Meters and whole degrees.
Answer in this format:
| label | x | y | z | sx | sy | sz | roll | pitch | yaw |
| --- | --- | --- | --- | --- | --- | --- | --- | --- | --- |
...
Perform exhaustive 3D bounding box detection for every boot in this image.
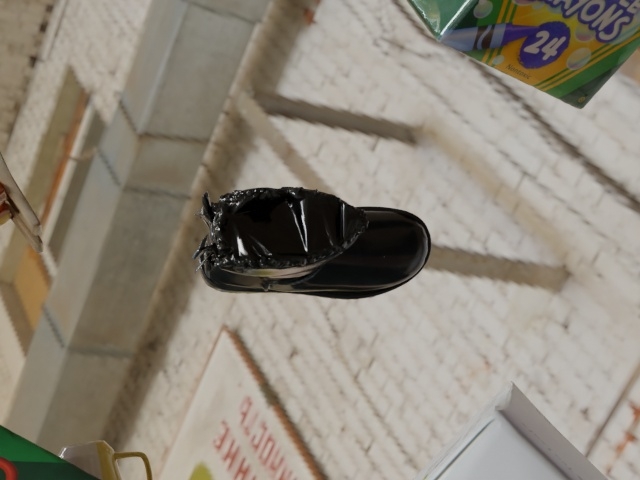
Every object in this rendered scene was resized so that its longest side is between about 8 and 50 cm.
| label | x | y | z | sx | sy | sz | roll | pitch | yaw |
| --- | --- | --- | --- | --- | --- | --- | --- | --- | --- |
| boot | 0.000 | -0.001 | 0.581 | 0.121 | 0.045 | 0.099 | -3 | 170 | -10 |

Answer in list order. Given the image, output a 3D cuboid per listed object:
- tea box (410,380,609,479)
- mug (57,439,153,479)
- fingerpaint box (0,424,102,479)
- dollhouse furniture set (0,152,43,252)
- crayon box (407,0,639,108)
| label | x | y | z | sx | sy | sz | roll | pitch | yaw |
| --- | --- | --- | --- | --- | --- | --- | --- | --- | --- |
| tea box | 0.090 | 0.290 | 0.554 | 0.329 | 0.323 | 0.220 | 44 | -176 | 9 |
| mug | -0.188 | 0.200 | 1.090 | 0.062 | 0.064 | 0.078 | -14 | 174 | 42 |
| fingerpaint box | -0.274 | 0.322 | 1.023 | 0.371 | 0.445 | 0.163 | 23 | -132 | 21 |
| dollhouse furniture set | -0.354 | 0.030 | 1.081 | 0.262 | 0.259 | 0.135 | -31 | -95 | -16 |
| crayon box | 0.246 | -0.276 | 1.087 | 0.203 | 0.323 | 0.083 | 16 | -147 | -41 |
